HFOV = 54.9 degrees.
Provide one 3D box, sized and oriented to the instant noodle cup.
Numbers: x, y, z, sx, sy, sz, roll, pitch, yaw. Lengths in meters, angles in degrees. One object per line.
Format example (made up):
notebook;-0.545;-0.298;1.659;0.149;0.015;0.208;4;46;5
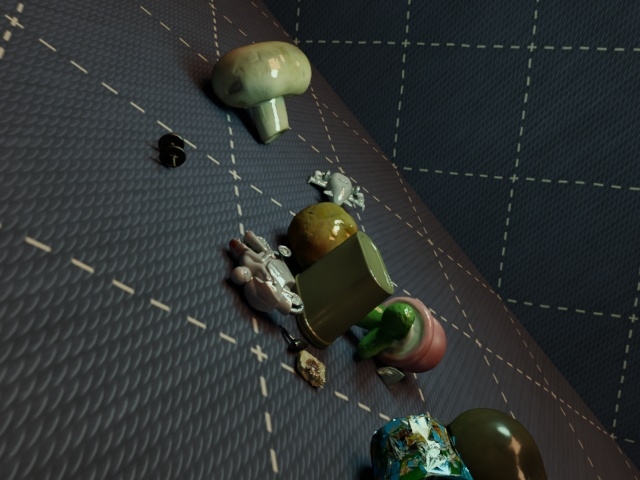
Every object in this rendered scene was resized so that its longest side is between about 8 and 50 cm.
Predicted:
instant noodle cup;0.212;0.503;1.340;0.240;0.240;0.178;37;23;-31

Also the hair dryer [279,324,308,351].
hair dryer;-0.068;0.236;1.510;0.083;0.031;0.079;48;9;18

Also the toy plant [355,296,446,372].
toy plant;0.199;0.254;1.798;0.317;0.210;0.356;16;-8;43

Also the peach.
peach;0.000;0.000;1.816;0.214;0.214;0.235;47;32;-7

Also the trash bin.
trash bin;0.054;0.125;1.631;0.121;0.247;0.243;36;23;-36

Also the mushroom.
mushroom;-0.193;-0.567;2.199;0.353;0.325;0.353;45;13;-14

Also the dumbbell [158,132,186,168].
dumbbell;-0.386;-0.234;1.602;0.069;0.069;0.147;32;27;-39

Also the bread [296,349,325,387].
bread;-0.022;0.304;1.468;0.083;0.035;0.070;41;21;-15

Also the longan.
longan;0.443;0.606;1.580;0.288;0.288;0.350;28;41;-45

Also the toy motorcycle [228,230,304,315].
toy motorcycle;-0.147;0.083;1.509;0.171;0.110;0.260;3;44;-47

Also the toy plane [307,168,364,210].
toy plane;0.064;-0.185;2.372;0.245;0.117;0.244;25;23;-11

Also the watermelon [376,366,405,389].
watermelon;0.196;0.393;1.759;0.085;0.085;0.061;33;56;-37
